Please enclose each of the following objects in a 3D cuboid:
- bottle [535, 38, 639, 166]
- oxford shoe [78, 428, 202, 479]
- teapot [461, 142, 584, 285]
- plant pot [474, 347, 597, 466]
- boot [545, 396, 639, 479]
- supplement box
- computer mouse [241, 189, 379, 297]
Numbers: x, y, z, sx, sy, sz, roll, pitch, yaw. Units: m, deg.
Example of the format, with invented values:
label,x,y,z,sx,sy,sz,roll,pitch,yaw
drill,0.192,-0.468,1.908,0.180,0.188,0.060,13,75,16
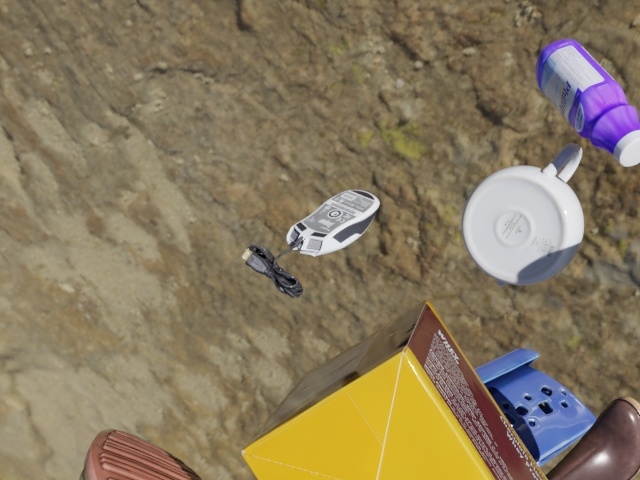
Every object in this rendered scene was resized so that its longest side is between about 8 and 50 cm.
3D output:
label,x,y,z,sx,sy,sz,roll,pitch,yaw
bottle,0.495,-0.248,1.471,0.118,0.092,0.282,77,171,-51
oxford shoe,-0.181,0.295,0.736,0.141,0.146,0.397,29,-178,-15
teapot,0.420,-0.040,1.624,0.256,0.187,0.252,-16,90,34
plant pot,0.360,0.363,1.614,0.212,0.236,0.236,58,149,22
boot,0.383,0.358,1.214,0.090,0.207,0.248,39,125,44
supplement box,0.071,0.170,0.595,0.129,0.194,0.191,-34,89,13
computer mouse,0.000,0.000,0.996,0.106,0.193,0.042,26,139,43
